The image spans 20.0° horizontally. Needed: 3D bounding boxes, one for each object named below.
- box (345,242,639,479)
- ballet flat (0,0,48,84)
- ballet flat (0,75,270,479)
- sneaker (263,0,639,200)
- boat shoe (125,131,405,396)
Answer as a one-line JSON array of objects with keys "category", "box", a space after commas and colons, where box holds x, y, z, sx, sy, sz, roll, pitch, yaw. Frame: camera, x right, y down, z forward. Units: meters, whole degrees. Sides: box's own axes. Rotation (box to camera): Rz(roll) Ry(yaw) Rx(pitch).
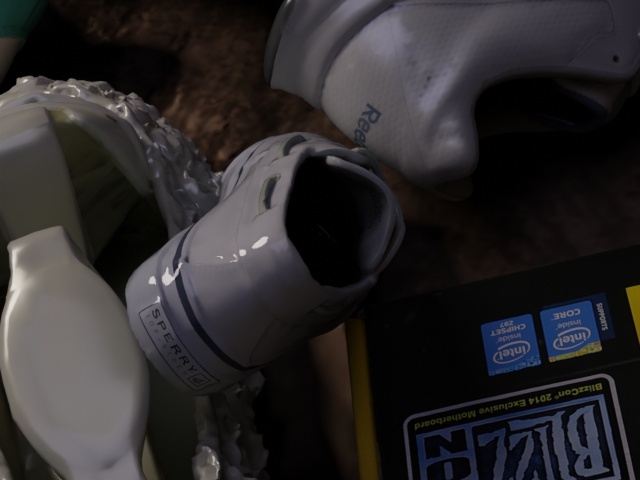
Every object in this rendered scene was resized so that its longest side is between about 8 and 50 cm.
[{"category": "box", "box": [0.179, 0.102, 0.615, 0.322, 0.079, 0.257, -13, 42, 8]}, {"category": "ballet flat", "box": [-0.228, -0.076, 0.948, 0.247, 0.083, 0.087, -26, 84, -1]}, {"category": "ballet flat", "box": [-0.096, 0.024, 0.755, 0.147, 0.147, 0.409, -23, 43, -2]}, {"category": "sneaker", "box": [0.119, -0.117, 0.852, 0.297, 0.111, 0.129, -34, 70, -19]}, {"category": "boat shoe", "box": [0.000, 0.000, 0.726, 0.076, 0.083, 0.226, -28, 11, 21]}]
